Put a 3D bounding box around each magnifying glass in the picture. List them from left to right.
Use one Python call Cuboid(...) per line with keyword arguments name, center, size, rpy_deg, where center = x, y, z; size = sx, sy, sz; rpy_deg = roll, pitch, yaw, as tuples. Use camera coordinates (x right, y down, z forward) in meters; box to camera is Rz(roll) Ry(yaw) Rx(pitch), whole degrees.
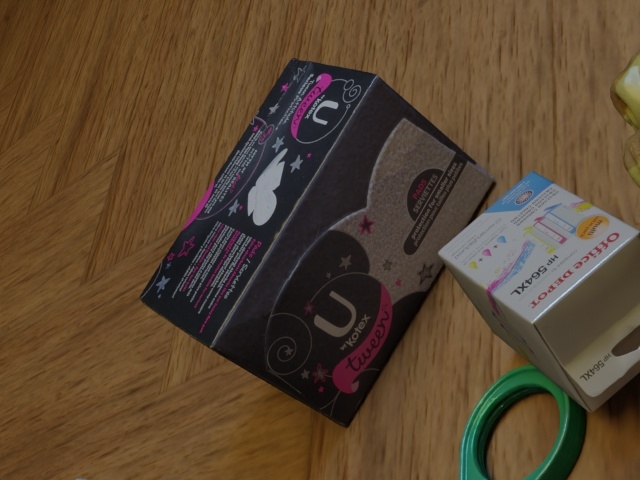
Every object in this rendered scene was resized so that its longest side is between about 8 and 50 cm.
Cuboid(name="magnifying glass", center=(0.109, 0.188, 0.764), size=(0.092, 0.026, 0.231), rpy_deg=(-3, 59, 54))

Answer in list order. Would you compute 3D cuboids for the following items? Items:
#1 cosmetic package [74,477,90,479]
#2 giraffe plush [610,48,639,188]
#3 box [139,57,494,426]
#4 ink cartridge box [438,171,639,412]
Cuboid(name="cosmetic package", center=(-0.023, 0.298, 0.632), size=(0.156, 0.217, 0.385), rpy_deg=(-67, 27, 8))
Cuboid(name="giraffe plush", center=(0.277, -0.056, 0.604), size=(0.170, 0.181, 0.210), rpy_deg=(-47, 38, 31))
Cuboid(name="box", center=(0.000, 0.000, 0.967), size=(0.247, 0.163, 0.142), rpy_deg=(-58, 34, -5))
Cuboid(name="ink cartridge box", center=(0.163, 0.033, 0.759), size=(0.092, 0.090, 0.143), rpy_deg=(-41, 30, -5))
